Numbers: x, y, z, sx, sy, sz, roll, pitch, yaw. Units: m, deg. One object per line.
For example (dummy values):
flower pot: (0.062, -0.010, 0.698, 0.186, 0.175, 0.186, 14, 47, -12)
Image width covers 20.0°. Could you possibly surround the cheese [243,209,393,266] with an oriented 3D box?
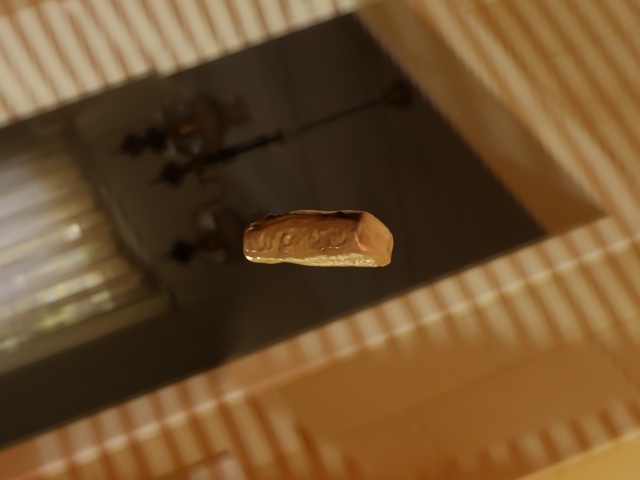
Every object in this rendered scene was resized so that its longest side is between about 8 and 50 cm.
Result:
cheese: (0.000, 0.000, 0.957, 0.044, 0.083, 0.030, 31, 62, -49)
